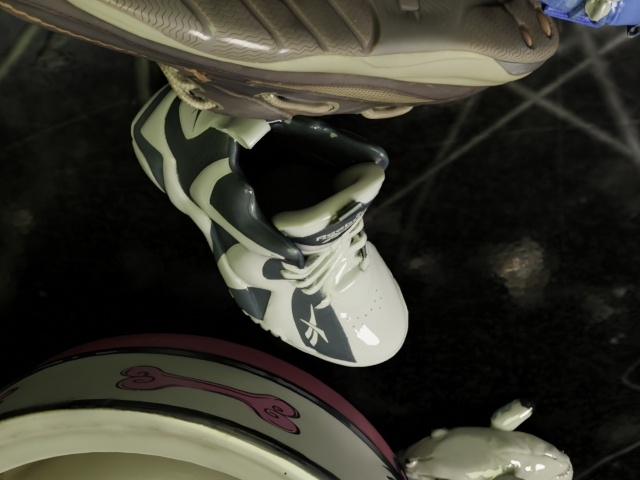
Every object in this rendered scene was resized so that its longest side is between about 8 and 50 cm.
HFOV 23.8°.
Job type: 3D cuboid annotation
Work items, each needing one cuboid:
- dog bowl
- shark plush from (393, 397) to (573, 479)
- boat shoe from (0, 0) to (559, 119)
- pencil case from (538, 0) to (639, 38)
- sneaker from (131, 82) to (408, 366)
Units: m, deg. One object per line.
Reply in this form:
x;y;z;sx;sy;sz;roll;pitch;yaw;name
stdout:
-0.104;0.241;1.060;0.407;0.150;0.408;4;120;8;dog bowl
0.099;0.171;1.094;0.161;0.073;0.067;-15;155;7;shark plush
-0.031;-0.113;0.773;0.355;0.132;0.130;6;151;-40;boat shoe
0.175;-0.224;0.707;0.119;0.133;0.306;9;144;-18;pencil case
0.000;0.000;0.901;0.094;0.153;0.235;-41;114;-17;sneaker
